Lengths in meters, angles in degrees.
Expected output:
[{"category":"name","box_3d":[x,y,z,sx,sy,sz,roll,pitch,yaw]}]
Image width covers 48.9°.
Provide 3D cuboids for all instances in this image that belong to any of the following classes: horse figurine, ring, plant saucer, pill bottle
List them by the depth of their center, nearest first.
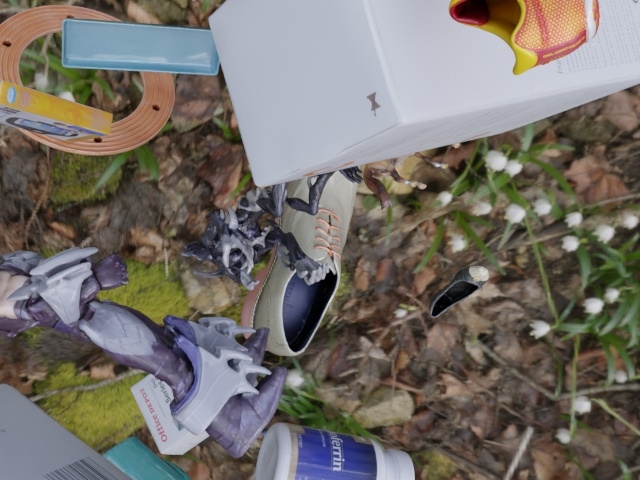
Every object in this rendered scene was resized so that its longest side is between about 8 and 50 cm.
[{"category":"plant saucer","box_3d":[-0.217,-0.239,0.868,0.192,0.067,0.018,-3,49,-23]},{"category":"pill bottle","box_3d":[0.027,0.426,1.278,0.265,0.153,0.153,15,78,-17]},{"category":"ring","box_3d":[-0.437,-0.294,1.294,0.337,0.032,0.336,13,57,-21]},{"category":"horse figurine","box_3d":[0.175,-0.175,1.523,0.175,0.066,0.263,26,52,30]}]

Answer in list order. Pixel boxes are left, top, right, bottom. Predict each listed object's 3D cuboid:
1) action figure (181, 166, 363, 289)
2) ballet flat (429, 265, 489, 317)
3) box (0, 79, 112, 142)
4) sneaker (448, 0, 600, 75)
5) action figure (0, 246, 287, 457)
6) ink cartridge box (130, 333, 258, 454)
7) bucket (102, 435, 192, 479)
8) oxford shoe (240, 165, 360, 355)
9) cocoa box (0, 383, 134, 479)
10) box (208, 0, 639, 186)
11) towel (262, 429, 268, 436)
[{"category":"action figure","box_3d":[-0.071,-0.008,0.911,0.164,0.275,0.140,0,50,-41]},{"category":"ballet flat","box_3d":[0.269,0.100,1.363,0.058,0.173,0.049,28,50,-9]},{"category":"box","box_3d":[-0.298,-0.133,0.731,0.136,0.081,0.028,10,83,-45]},{"category":"sneaker","box_3d":[0.099,-0.174,0.433,0.067,0.064,0.175,-25,53,2]},{"category":"action figure","box_3d":[-0.167,0.057,0.529,0.285,0.185,0.099,30,82,-22]},{"category":"ink cartridge box","box_3d":[-0.243,0.299,1.389,0.212,0.093,0.154,-36,65,7]},{"category":"bucket","box_3d":[-0.307,0.446,1.062,0.183,0.281,0.281,44,72,10]},{"category":"oxford shoe","box_3d":[0.000,0.000,1.137,0.141,0.146,0.396,18,86,-29]},{"category":"cocoa box","box_3d":[-0.368,0.304,0.622,0.231,0.347,0.227,31,96,15]},{"category":"box","box_3d":[0.110,-0.180,0.652,0.345,0.215,0.168,-17,91,-35]},{"category":"towel","box_3d":[-0.003,0.578,1.661,0.040,0.243,0.336,-45,75,-7]}]
